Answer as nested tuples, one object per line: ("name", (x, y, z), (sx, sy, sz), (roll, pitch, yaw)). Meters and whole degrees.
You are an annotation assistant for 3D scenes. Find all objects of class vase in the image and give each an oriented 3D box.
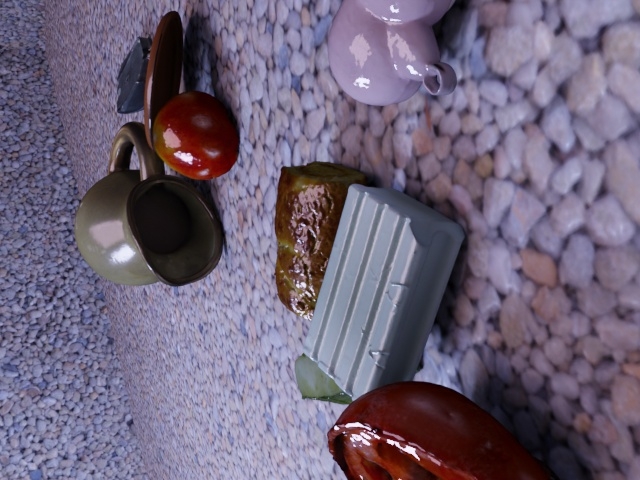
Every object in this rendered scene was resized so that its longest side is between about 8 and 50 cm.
("vase", (-0.351, -0.072, 1.300), (0.302, 0.241, 0.329), (-5, 95, 54))

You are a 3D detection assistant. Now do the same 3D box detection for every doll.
("doll", (0.031, -0.268, 0.618), (0.160, 0.094, 0.365), (-55, 52, 46))

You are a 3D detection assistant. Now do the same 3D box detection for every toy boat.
("toy boat", (0.025, 0.164, 0.836), (0.293, 0.055, 0.093), (-39, 62, 60))

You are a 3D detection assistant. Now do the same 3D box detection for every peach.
("peach", (-0.211, -0.172, 1.101), (0.118, 0.151, 0.151), (-130, 37, -66))

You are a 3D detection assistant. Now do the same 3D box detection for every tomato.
("tomato", (0.119, 0.210, 0.591), (0.228, 0.101, 0.228), (26, 141, 24))

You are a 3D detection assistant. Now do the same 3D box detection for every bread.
("bread", (0.000, 0.000, 0.768), (0.132, 0.103, 0.172), (28, 121, 56))

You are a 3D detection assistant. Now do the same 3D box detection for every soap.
("soap", (0.058, 0.055, 0.661), (0.119, 0.067, 0.198), (36, 117, 46))

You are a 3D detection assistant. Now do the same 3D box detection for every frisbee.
("frisbee", (-0.280, -0.284, 1.177), (0.251, 0.021, 0.250), (-172, 90, -85))

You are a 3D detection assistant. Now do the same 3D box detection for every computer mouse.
("computer mouse", (-0.397, -0.358, 1.461), (0.231, 0.071, 0.126), (-35, 54, 51))
